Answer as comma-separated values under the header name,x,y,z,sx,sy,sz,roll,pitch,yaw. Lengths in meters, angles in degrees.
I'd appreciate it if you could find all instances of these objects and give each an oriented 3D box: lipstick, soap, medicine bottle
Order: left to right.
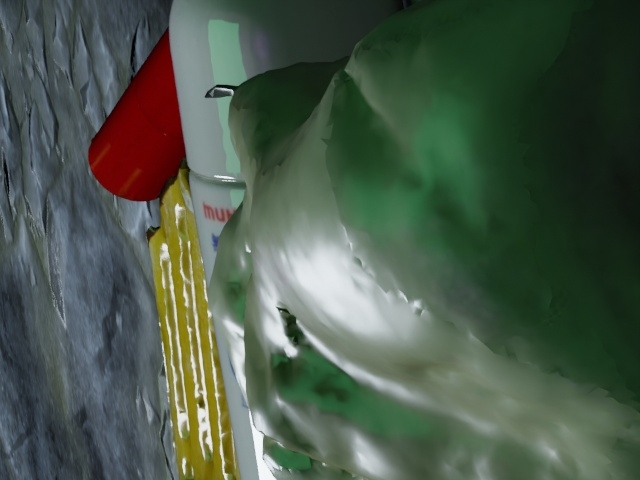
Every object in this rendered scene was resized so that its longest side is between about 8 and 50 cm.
name,x,y,z,sx,sy,sz,roll,pitch,yaw
lipstick,-0.097,-0.100,1.236,0.280,0.073,0.073,-41,63,62
soap,-0.052,0.063,1.195,0.160,0.080,0.257,26,123,60
medicine bottle,0.000,0.000,0.964,0.130,0.130,0.341,24,125,62

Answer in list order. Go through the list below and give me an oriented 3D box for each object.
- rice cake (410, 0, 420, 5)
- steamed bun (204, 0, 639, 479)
name,x,y,z,sx,sy,sz,roll,pitch,yaw
rice cake,0.074,-0.203,0.837,0.226,0.040,0.085,114,139,-54
steamed bun,0.114,0.025,0.552,0.275,0.320,0.206,-16,87,35
